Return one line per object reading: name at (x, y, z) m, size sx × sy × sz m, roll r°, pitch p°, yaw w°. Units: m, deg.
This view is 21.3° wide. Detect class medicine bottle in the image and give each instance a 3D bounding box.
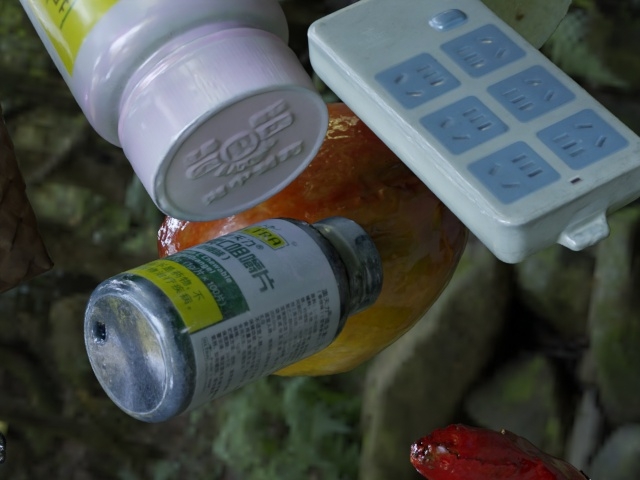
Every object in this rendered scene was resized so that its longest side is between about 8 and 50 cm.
medicine bottle at (-0.158, -0.215, 1.640) m, size 0.378 × 0.214 × 0.213 m, roll 57°, pitch 155°, yaw 28°
medicine bottle at (-0.072, 0.062, 1.621) m, size 0.293 × 0.141 × 0.141 m, roll -21°, pitch -49°, yaw -42°

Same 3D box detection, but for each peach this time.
peach at (0.000, -0.002, 1.939) m, size 0.372 × 0.373 × 0.289 m, roll 103°, pitch 162°, yaw -64°

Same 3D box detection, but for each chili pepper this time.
chili pepper at (0.230, 0.286, 1.949) m, size 0.387 × 0.110 × 0.110 m, roll 31°, pitch -122°, yaw -46°

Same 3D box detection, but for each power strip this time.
power strip at (0.098, -0.089, 1.125) m, size 0.270 × 0.118 × 0.046 m, roll 48°, pitch 159°, yaw 39°

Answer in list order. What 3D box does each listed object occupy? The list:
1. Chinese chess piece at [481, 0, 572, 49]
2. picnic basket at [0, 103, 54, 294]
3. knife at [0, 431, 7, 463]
Chinese chess piece at (0.129, -0.227, 1.444) m, size 0.083 × 0.188 × 0.188 m, roll 46°, pitch 135°, yaw 48°
picnic basket at (-0.477, -0.041, 1.848) m, size 0.254 × 0.321 × 0.291 m, roll 31°, pitch 139°, yaw 61°
knife at (-0.373, 0.195, 1.418) m, size 0.060 × 0.230 × 0.028 m, roll -140°, pitch 45°, yaw -64°
